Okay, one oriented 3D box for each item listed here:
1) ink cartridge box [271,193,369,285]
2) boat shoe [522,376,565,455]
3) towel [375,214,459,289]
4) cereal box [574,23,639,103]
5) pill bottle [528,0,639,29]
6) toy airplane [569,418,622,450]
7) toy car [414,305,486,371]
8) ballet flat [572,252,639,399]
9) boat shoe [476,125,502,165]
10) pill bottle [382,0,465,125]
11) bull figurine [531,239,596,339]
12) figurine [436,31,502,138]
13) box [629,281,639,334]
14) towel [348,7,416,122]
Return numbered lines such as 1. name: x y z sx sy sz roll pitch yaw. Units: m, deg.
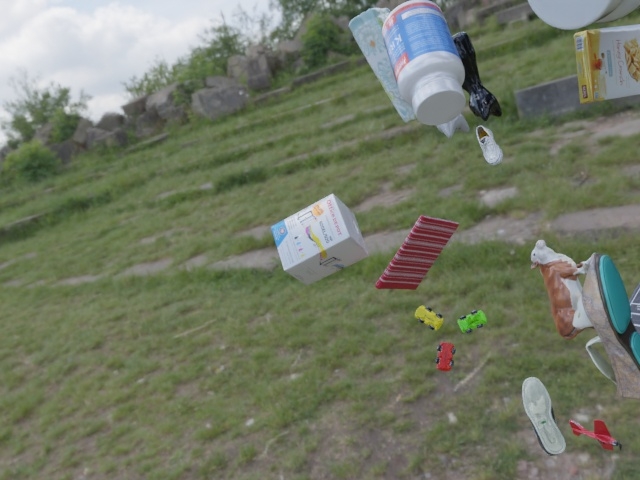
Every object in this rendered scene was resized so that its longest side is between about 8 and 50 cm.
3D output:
1. ink cartridge box: 0.000 0.000 1.892 0.232 0.171 0.168 -28 -30 15
2. boat shoe: 0.671 0.536 1.842 0.084 0.233 0.079 -15 -28 6
3. towel: 0.294 0.044 1.856 0.198 0.275 0.031 6 32 -45
4. cereal box: 0.743 -0.442 1.503 0.240 0.173 0.047 -14 9 -21
5. pill bottle: 0.598 -0.570 1.208 0.392 0.224 0.224 -31 17 -30
6. toy airplane: 0.735 0.521 1.626 0.028 0.151 0.151 -47 24 -22
7. toy car: 0.465 0.307 2.092 0.225 0.239 0.053 -23 -7 2
8. ballet flat: 0.557 0.177 1.172 0.106 0.316 0.107 -20 8 46
9. boat shoe: 0.329 -0.190 1.190 0.035 0.035 0.100 -36 42 33
10. pill bottle: 0.195 -0.327 1.119 0.124 0.222 0.124 -8 -31 -5
11. bull figurine: 0.742 0.135 1.809 0.101 0.311 0.188 -5 -14 -30
12. figurine: 0.297 -0.339 1.353 0.215 0.209 0.092 -29 -2 -33
13. box: 0.838 0.132 1.275 0.294 0.182 0.296 -56 8 -6
14. towel: 0.230 -0.529 1.782 0.090 0.321 0.374 -30 9 27
